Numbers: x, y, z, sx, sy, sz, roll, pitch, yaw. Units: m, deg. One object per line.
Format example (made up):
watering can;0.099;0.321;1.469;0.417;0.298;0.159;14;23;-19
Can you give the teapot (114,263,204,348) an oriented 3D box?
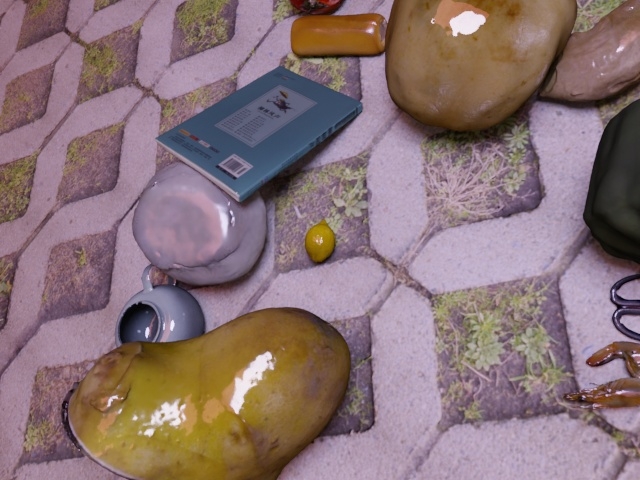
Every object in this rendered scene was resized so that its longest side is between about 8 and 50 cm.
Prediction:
teapot;-0.347;0.187;0.907;0.193;0.129;0.294;-9;72;16

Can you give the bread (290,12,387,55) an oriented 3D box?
bread;0.041;-0.484;0.998;0.239;0.074;0.092;8;72;21

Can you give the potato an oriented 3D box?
potato;-0.146;0.212;0.715;0.397;0.290;0.296;34;95;-15

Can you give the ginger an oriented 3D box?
ginger;0.520;-0.336;0.748;0.267;0.138;0.152;-24;62;17

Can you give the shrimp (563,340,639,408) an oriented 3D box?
shrimp;0.454;0.207;0.659;0.162;0.045;0.095;-17;69;17

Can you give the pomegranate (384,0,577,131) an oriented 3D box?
pomegranate;0.261;-0.365;0.756;0.333;0.332;0.332;-6;73;18

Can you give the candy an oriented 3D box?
candy;-0.248;-0.040;0.911;0.295;0.185;0.295;-1;82;6

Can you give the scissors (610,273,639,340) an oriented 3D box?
scissors;0.614;0.103;0.645;0.300;0.022;0.109;-2;77;18

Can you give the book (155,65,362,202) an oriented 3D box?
book;-0.123;-0.252;0.917;0.264;0.031;0.379;35;60;25

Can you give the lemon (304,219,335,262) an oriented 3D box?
lemon;0.000;0.000;0.873;0.065;0.065;0.092;7;75;21

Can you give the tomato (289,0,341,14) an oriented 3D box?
tomato;-0.016;-0.618;1.052;0.159;0.091;0.139;4;84;-7

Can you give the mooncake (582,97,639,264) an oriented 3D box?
mooncake;0.544;-0.055;0.538;0.356;0.356;0.194;14;85;23
